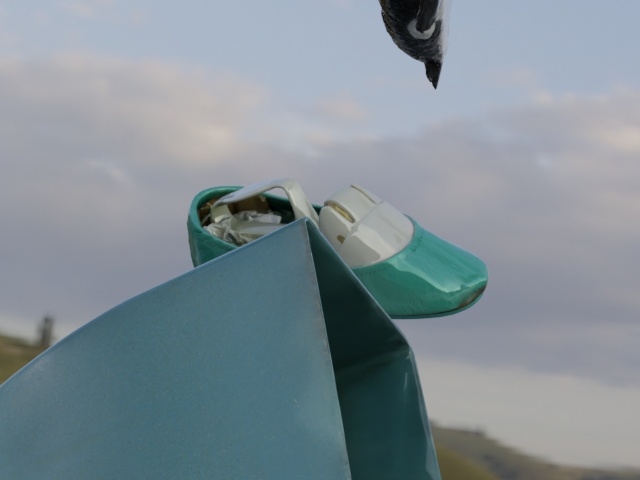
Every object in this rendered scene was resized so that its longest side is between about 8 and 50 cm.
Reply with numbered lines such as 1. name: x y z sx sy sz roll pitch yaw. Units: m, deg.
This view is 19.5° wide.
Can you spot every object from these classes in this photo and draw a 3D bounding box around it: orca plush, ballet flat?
1. orca plush: 0.071 -0.249 1.666 0.102 0.151 0.287 15 -11 8
2. ballet flat: 0.000 0.000 1.322 0.247 0.083 0.087 6 -50 35

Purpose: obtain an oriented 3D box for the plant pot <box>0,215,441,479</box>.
1. plant pot: -0.070 0.130 1.011 0.234 0.166 0.165 -21 -35 14
